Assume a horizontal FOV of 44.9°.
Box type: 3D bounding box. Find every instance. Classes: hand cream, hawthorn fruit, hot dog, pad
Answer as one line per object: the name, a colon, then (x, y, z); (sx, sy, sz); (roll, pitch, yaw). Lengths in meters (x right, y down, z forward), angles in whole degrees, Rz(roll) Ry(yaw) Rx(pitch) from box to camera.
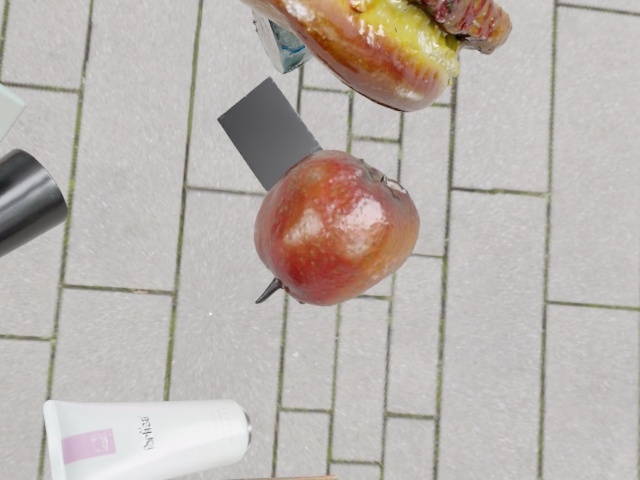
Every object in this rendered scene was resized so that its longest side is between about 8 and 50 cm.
hand cream: (-0.298, 0.353, 1.367); (0.359, 0.118, 0.185); (2, 60, -36)
hawthorn fruit: (0.000, 0.000, 1.447); (0.369, 0.285, 0.284); (-40, 91, 17)
hot dog: (0.042, -0.254, 0.714); (0.185, 0.405, 0.223); (-53, 51, 18)
pad: (-0.103, -0.221, 1.721); (0.164, 0.004, 0.243); (-35, 88, 14)

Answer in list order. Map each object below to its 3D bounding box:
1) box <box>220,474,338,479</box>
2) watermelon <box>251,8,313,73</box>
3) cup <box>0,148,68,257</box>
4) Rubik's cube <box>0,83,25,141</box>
box: (-0.106, 0.289, 0.695); (0.197, 0.313, 0.089); (-26, 67, 13)
watermelon: (-0.012, -0.353, 0.997); (0.175, 0.322, 0.188); (-23, 58, -3)
cup: (-0.621, -0.059, 1.469); (0.177, 0.239, 0.166); (-43, 122, -33)
Rubik's cube: (-0.719, -0.208, 1.165); (0.316, 0.322, 0.318); (34, 89, 23)
